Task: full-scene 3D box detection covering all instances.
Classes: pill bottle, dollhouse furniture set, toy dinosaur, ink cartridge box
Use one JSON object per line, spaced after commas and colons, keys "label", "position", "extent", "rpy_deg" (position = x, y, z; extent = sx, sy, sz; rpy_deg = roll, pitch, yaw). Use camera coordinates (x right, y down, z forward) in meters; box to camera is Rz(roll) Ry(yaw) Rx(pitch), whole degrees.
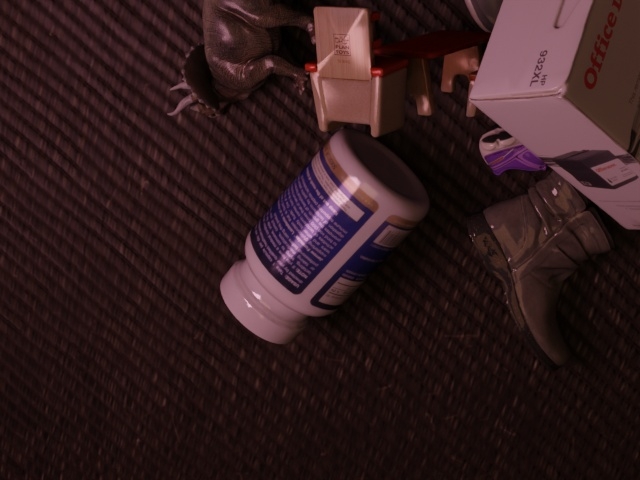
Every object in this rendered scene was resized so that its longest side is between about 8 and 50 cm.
{"label": "pill bottle", "position": [0.000, 0.000, 1.522], "extent": [0.153, 0.153, 0.264], "rpy_deg": [40, 112, -5]}
{"label": "dollhouse furniture set", "position": [0.102, -0.210, 1.343], "extent": [0.262, 0.259, 0.135], "rpy_deg": [10, 112, 35]}
{"label": "toy dinosaur", "position": [-0.082, -0.266, 1.461], "extent": [0.160, 0.121, 0.313], "rpy_deg": [12, 116, -8]}
{"label": "ink cartridge box", "position": [0.324, -0.173, 1.283], "extent": [0.307, 0.223, 0.129], "rpy_deg": [32, 161, -37]}

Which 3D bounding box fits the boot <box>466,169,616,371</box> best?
{"label": "boot", "position": [0.303, 0.037, 1.519], "extent": [0.161, 0.083, 0.246], "rpy_deg": [-26, 104, 13]}

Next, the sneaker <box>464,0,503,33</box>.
{"label": "sneaker", "position": [0.210, -0.362, 1.330], "extent": [0.124, 0.178, 0.295], "rpy_deg": [-5, 109, 3]}

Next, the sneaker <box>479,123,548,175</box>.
{"label": "sneaker", "position": [0.283, -0.123, 1.481], "extent": [0.170, 0.068, 0.071], "rpy_deg": [-13, 122, 24]}
